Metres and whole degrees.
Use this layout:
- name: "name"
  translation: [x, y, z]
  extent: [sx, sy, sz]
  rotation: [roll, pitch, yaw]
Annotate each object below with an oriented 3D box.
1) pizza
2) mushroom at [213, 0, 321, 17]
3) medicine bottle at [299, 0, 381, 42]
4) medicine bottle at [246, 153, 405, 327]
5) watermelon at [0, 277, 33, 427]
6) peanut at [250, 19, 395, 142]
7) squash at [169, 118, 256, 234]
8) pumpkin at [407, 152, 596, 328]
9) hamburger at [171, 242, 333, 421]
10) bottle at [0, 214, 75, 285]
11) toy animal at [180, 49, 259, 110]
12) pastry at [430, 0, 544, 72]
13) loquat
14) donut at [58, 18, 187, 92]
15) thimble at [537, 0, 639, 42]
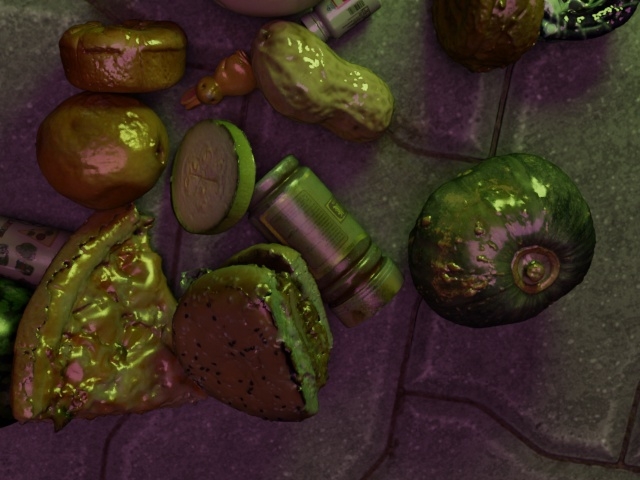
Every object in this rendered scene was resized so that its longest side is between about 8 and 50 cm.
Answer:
- name: "pizza"
  translation: [-0.396, 0.173, 1.290]
  extent: [0.392, 0.080, 0.435]
  rotation: [-33, 99, -41]
- name: "mushroom"
  translation: [-0.118, -0.534, 1.186]
  extent: [0.315, 0.315, 0.356]
  rotation: [-44, 96, 6]
- name: "medicine bottle"
  translation: [0.036, -0.423, 1.313]
  extent: [0.140, 0.079, 0.079]
  rotation: [-35, 98, 5]
- name: "medicine bottle"
  translation: [0.000, 0.000, 1.347]
  extent: [0.151, 0.151, 0.322]
  rotation: [-41, 98, 6]
- name: "watermelon"
  translation: [-0.627, 0.208, 1.314]
  extent: [0.285, 0.285, 0.285]
  rotation: [0, 100, -1]
- name: "peanut"
  translation: [-0.003, -0.271, 1.292]
  extent: [0.291, 0.143, 0.159]
  rotation: [29, 72, -17]
- name: "squash"
  translation: [-0.204, -0.117, 1.320]
  extent: [0.041, 0.219, 0.219]
  rotation: [6, 103, -45]
- name: "pumpkin"
  translation: [0.315, 0.002, 1.299]
  extent: [0.328, 0.257, 0.291]
  rotation: [-20, 112, -4]
- name: "hamburger"
  translation: [-0.125, 0.172, 1.306]
  extent: [0.277, 0.195, 0.318]
  rotation: [-7, 116, 30]
- name: "bottle"
  translation: [-0.593, 0.013, 1.359]
  extent: [0.253, 0.120, 0.120]
  rotation: [15, 99, -3]
- name: "toy animal"
  translation: [-0.192, -0.286, 1.343]
  extent: [0.159, 0.070, 0.083]
  rotation: [-29, 102, 9]
- name: "pastry"
  translation: [0.287, -0.416, 1.246]
  extent: [0.132, 0.235, 0.240]
  rotation: [-3, 94, -12]
- name: "loquat"
  translation: [-0.388, -0.166, 1.282]
  extent: [0.238, 0.193, 0.238]
  rotation: [-8, 66, 17]
- name: "donut"
  translation: [-0.345, -0.328, 1.261]
  extent: [0.227, 0.226, 0.113]
  rotation: [1, 111, -1]
- name: "thimble"
  translation: [0.449, -0.462, 1.278]
  extent: [0.237, 0.150, 0.237]
  rotation: [0, 101, -1]
